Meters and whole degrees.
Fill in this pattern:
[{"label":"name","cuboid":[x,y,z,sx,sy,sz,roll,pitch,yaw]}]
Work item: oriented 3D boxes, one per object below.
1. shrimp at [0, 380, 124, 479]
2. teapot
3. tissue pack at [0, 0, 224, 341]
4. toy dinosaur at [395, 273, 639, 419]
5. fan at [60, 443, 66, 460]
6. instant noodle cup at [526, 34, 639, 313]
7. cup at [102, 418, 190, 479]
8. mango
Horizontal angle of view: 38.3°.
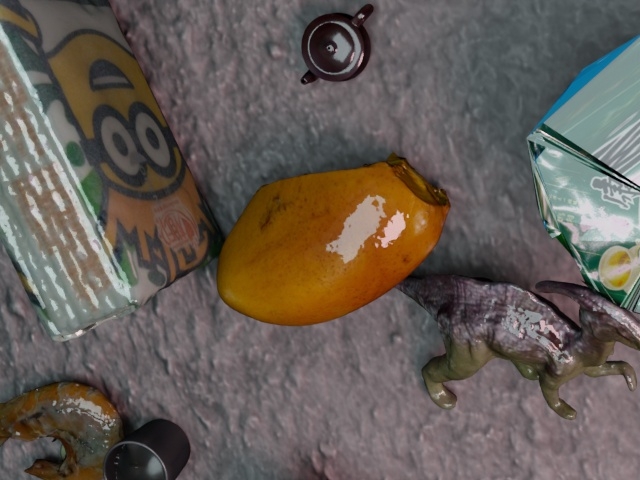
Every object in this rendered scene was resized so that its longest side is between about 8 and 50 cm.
[{"label":"shrimp","cuboid":[-0.314,0.233,1.076,0.187,0.051,0.132,-10,94,20]},{"label":"teapot","cuboid":[0.016,-0.191,0.898,0.068,0.045,0.100,43,110,2]},{"label":"tissue pack","cuboid":[-0.233,-0.084,0.897,0.128,0.228,0.311,-24,95,18]},{"label":"toy dinosaur","cuboid":[0.181,0.090,0.860,0.294,0.077,0.162,-4,125,41]},{"label":"fan","cuboid":[-0.289,0.245,1.100,0.060,0.003,0.080,-17,96,19]},{"label":"instant noodle cup","cuboid":[0.302,-0.063,0.773,0.240,0.178,0.240,3,102,15]},{"label":"cup","cuboid":[-0.192,0.258,1.036,0.078,0.077,0.100,8,103,14]},{"label":"mango","cuboid":[0.000,0.000,0.902,0.252,0.126,0.154,-27,82,20]}]
